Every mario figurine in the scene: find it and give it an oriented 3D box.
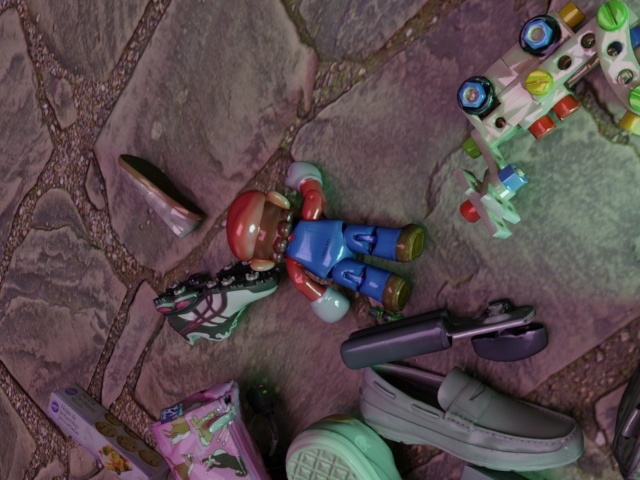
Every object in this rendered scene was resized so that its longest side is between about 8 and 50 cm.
[{"bbox_3d":[0.000,0.000,0.935,0.321,0.198,0.170,18,146,20],"label":"mario figurine"}]

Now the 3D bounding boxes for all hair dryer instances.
[{"bbox_3d":[-0.039,0.403,1.026,0.293,0.080,0.223,37,125,31],"label":"hair dryer"}]

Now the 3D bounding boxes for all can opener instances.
[{"bbox_3d":[0.171,0.151,0.839,0.283,0.076,0.095,-19,95,24],"label":"can opener"}]

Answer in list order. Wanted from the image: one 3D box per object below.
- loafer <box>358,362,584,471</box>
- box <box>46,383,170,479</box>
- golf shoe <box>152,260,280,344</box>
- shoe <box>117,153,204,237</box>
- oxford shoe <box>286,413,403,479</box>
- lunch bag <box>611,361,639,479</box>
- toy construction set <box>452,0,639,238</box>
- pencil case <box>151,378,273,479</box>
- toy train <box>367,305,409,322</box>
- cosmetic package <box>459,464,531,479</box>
[{"bbox_3d":[0.196,0.236,0.828,0.319,0.112,0.111,2,105,31],"label":"loafer"},{"bbox_3d":[-0.460,0.425,1.270,0.324,0.067,0.063,28,108,26],"label":"box"},{"bbox_3d":[-0.168,0.109,1.054,0.273,0.105,0.120,-16,108,33],"label":"golf shoe"},{"bbox_3d":[-0.312,-0.087,1.114,0.219,0.076,0.058,40,109,19],"label":"shoe"},{"bbox_3d":[0.095,0.449,0.900,0.169,0.130,0.449,-23,102,21],"label":"oxford shoe"},{"bbox_3d":[0.464,0.223,0.581,0.305,0.256,0.212,26,109,25],"label":"lunch bag"},{"bbox_3d":[0.290,-0.155,0.715,0.328,0.151,0.215,-39,76,17],"label":"toy construction set"},{"bbox_3d":[-0.130,0.427,0.956,0.160,0.167,0.386,-25,81,-9],"label":"pencil case"},{"bbox_3d":[0.111,0.120,0.916,0.083,0.024,0.017,15,104,29],"label":"toy train"},{"bbox_3d":[0.221,0.430,0.779,0.107,0.127,0.238,12,83,47],"label":"cosmetic package"}]
